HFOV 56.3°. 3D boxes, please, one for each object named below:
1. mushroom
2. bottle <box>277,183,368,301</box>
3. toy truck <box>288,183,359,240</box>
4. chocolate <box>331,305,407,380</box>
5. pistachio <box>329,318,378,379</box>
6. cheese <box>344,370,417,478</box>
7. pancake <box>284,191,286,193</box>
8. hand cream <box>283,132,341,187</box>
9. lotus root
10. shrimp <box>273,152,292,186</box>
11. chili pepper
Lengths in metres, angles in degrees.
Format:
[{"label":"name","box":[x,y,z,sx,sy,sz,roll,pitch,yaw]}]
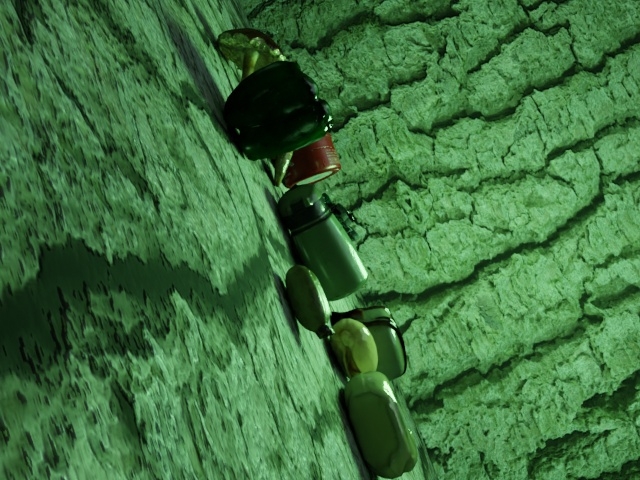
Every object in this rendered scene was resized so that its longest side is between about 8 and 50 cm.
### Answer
[{"label":"mushroom","box":[-0.228,-0.545,1.900,0.208,0.233,0.301,124,-26,-42]},{"label":"bottle","box":[0.000,-0.001,1.765,0.346,0.169,0.168,62,6,-10]},{"label":"toy truck","box":[0.009,-0.056,2.005,0.178,0.176,0.363,46,-3,24]},{"label":"chocolate","box":[0.167,0.323,1.888,0.283,0.186,0.283,-24,90,-84]},{"label":"pistachio","box":[0.098,0.299,1.655,0.145,0.117,0.200,-82,152,-51]},{"label":"cheese","box":[0.153,0.458,1.501,0.233,0.127,0.265,50,19,-73]},{"label":"pancake","box":[-0.101,-0.120,2.031,0.108,0.017,0.108,-19,90,-86]},{"label":"hand cream","box":[-0.045,-0.289,2.179,0.230,0.230,0.149,7,61,-84]},{"label":"lotus root","box":[-0.027,0.139,1.331,0.183,0.077,0.090,66,12,24]},{"label":"shrimp","box":[-0.114,-0.275,1.921,0.126,0.048,0.223,110,-5,-73]},{"label":"chili pepper","box":[-0.113,-0.333,1.568,0.233,0.257,0.248,62,4,2]}]
